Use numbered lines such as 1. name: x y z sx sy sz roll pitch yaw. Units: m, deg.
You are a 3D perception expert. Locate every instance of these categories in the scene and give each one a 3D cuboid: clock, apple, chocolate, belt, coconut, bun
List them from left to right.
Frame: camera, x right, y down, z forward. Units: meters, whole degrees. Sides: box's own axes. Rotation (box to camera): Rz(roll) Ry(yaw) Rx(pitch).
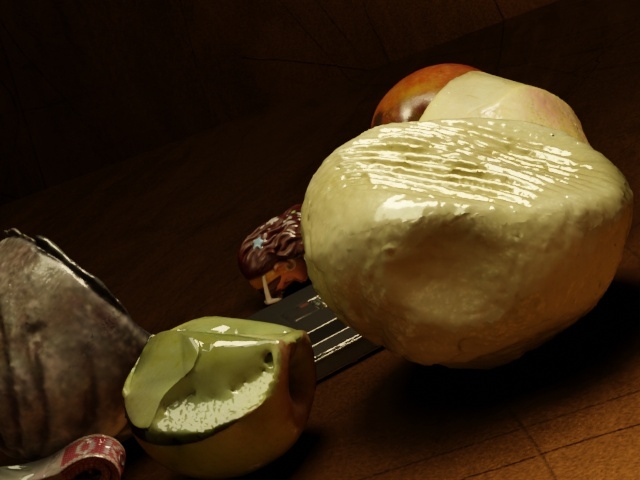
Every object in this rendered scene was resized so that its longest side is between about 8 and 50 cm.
1. belt: -0.334 0.283 1.853 0.232 0.071 0.053 -21 24 12
2. chocolate: -0.338 0.155 1.941 0.213 0.303 0.303 -51 23 -17
3. apple: -0.101 0.167 1.717 0.188 0.173 0.207 7 25 24
4. clock: -0.008 0.106 2.023 0.273 0.049 0.279 -28 15 -13
5. apple: 0.180 -0.144 2.287 0.230 0.230 0.230 -22 15 6
6. bun: 0.160 0.011 1.727 0.349 0.227 0.352 15 29 32
7. coconut: 0.208 -0.088 2.002 0.259 0.259 0.259 -22 15 6

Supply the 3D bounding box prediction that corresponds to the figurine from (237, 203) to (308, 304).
1. figurine: -0.002 0.000 2.256 0.240 0.115 0.174 -20 15 11
